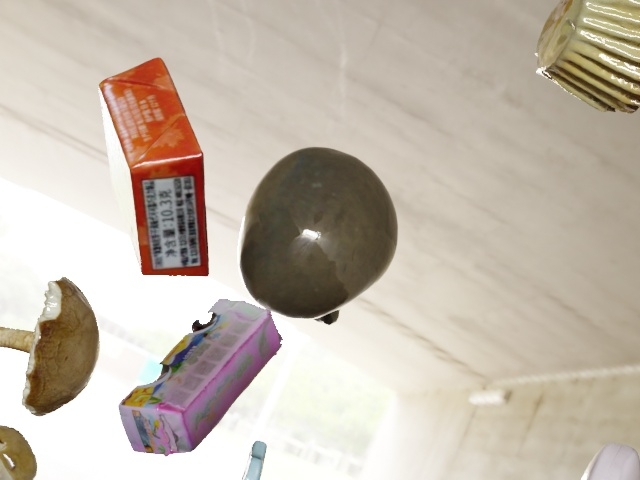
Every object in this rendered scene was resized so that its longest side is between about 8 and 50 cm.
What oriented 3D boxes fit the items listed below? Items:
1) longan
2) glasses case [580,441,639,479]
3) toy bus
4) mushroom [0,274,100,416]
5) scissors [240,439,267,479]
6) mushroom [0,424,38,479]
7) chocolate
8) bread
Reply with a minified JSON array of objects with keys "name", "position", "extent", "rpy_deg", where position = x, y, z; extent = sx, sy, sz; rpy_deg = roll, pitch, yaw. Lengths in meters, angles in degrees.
[{"name":"longan","position":[0.000,0.000,1.902],"extent":[0.300,0.300,0.243],"rpy_deg":[33,-10,-40]},{"name":"glasses case","position":[0.315,0.378,1.380],"extent":[0.075,0.297,0.113],"rpy_deg":[16,17,23]},{"name":"toy bus","position":[-0.158,0.183,1.617],"extent":[0.112,0.274,0.090],"rpy_deg":[1,-59,30]},{"name":"mushroom","position":[-0.501,0.192,1.979],"extent":[0.301,0.233,0.208],"rpy_deg":[-18,-70,26]},{"name":"scissors","position":[-0.124,0.412,1.371],"extent":[0.029,0.360,0.191],"rpy_deg":[18,-35,1]},{"name":"mushroom","position":[-0.528,0.375,1.552],"extent":[0.128,0.350,0.128],"rpy_deg":[45,-19,20]},{"name":"chocolate","position":[-0.234,-0.096,1.671],"extent":[0.237,0.108,0.235],"rpy_deg":[94,-23,-45]},{"name":"bread","position":[0.420,-0.334,1.438],"extent":[0.183,0.389,0.236],"rpy_deg":[29,-7,-3]}]
